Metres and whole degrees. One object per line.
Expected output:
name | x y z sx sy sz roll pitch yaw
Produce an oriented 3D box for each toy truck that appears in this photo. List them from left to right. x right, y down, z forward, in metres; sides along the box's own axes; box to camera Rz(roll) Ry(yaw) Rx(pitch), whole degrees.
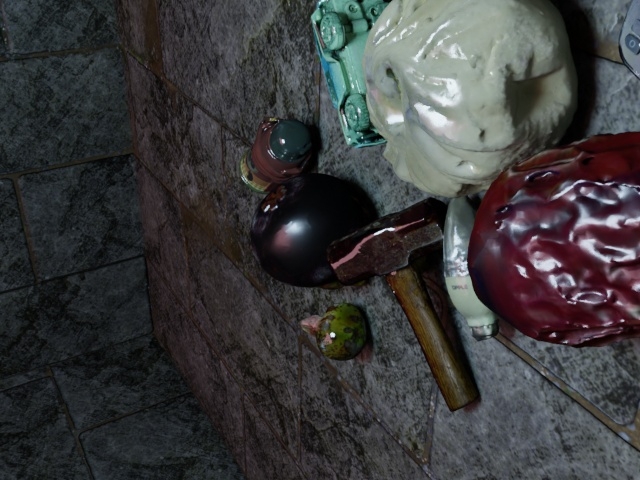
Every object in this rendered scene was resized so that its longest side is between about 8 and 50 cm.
toy truck | 0.085 -0.311 1.286 0.156 0.155 0.279 165 89 -72

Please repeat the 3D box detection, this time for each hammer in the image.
hammer | 0.192 0.141 1.324 0.242 0.095 0.409 -21 98 30

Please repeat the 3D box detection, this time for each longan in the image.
longan | 0.182 0.040 1.386 0.083 0.075 0.075 14 126 12

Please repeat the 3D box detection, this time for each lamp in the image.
lamp | 0.257 0.044 1.199 0.101 0.101 0.250 -12 90 63

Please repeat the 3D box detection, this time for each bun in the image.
bun | 0.185 -0.220 1.031 0.360 0.211 0.360 45 150 36

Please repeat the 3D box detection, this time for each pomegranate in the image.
pomegranate | 0.031 0.207 1.650 0.125 0.163 0.138 101 -172 -68

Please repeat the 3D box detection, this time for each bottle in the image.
bottle | -0.100 -0.214 1.696 0.156 0.143 0.271 48 155 -4

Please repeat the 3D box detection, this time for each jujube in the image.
jujube | 0.346 -0.001 0.860 0.376 0.258 0.258 -20 86 49

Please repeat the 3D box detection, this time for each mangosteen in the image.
mangosteen | 0.000 0.000 1.542 0.302 0.275 0.275 46 165 -27

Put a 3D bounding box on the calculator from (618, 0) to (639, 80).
calculator | 0.428 -0.261 0.778 0.177 0.040 0.268 58 150 29
